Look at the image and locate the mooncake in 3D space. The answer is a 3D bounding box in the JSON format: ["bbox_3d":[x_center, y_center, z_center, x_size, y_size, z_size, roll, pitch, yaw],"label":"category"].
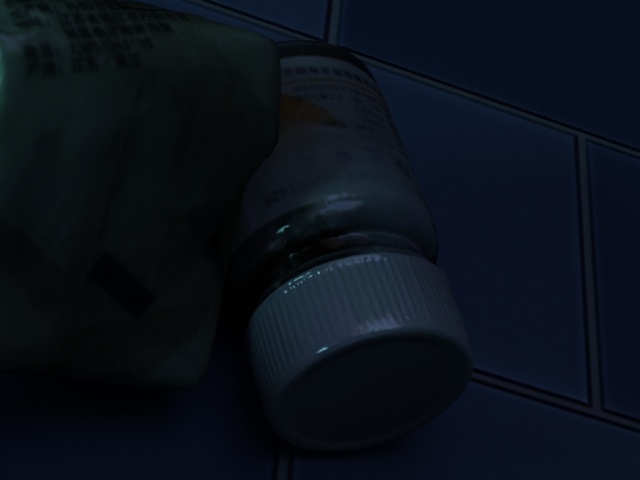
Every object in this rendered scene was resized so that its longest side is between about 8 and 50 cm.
[{"bbox_3d":[-0.165,-0.038,1.064,0.254,0.250,0.136,9,9,-36],"label":"mooncake"}]

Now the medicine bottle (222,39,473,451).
[{"bbox_3d":[0.000,0.000,1.183,0.165,0.165,0.273,1,48,-26],"label":"medicine bottle"}]
